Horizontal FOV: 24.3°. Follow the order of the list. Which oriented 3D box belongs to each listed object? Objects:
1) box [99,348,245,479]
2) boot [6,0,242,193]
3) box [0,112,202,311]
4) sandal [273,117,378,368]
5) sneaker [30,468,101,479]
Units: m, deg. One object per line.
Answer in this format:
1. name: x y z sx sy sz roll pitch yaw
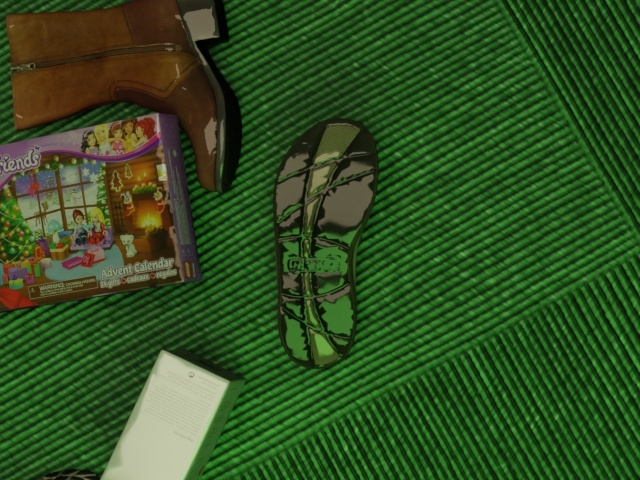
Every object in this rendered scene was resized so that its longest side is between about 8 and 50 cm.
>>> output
1. box: -0.171 0.222 1.754 0.091 0.130 0.170 25 88 7
2. boot: -0.246 -0.170 1.814 0.280 0.096 0.264 -9 91 9
3. box: -0.296 -0.028 1.783 0.293 0.057 0.201 -10 87 21
4. sandal: -0.002 0.001 1.783 0.120 0.086 0.303 8 101 1
5. sneaker: -0.336 0.326 1.807 0.170 0.068 0.071 -16 99 13
